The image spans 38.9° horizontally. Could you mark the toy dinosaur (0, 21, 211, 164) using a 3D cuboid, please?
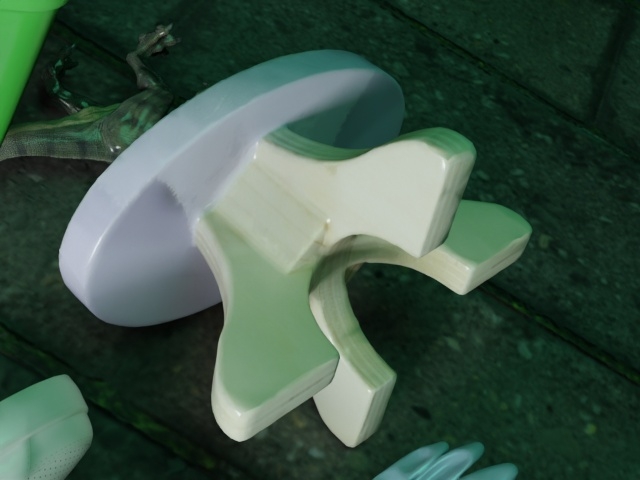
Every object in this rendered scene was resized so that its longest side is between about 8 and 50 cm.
[{"bbox_3d":[-0.148,-0.094,0.665,0.268,0.064,0.118,-5,67,-23],"label":"toy dinosaur"}]

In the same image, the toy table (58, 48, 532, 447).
[{"bbox_3d":[0.000,0.000,0.564,0.274,0.252,0.161,-36,61,-26],"label":"toy table"}]

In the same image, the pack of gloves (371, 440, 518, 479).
[{"bbox_3d":[0.064,0.228,0.503,0.232,0.046,0.195,-31,49,-22],"label":"pack of gloves"}]

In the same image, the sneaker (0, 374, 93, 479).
[{"bbox_3d":[-0.189,0.208,0.417,0.169,0.108,0.292,45,62,8],"label":"sneaker"}]

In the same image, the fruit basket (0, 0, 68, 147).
[{"bbox_3d":[-0.309,-0.224,0.461,0.392,0.392,0.283,-1,42,-24],"label":"fruit basket"}]
